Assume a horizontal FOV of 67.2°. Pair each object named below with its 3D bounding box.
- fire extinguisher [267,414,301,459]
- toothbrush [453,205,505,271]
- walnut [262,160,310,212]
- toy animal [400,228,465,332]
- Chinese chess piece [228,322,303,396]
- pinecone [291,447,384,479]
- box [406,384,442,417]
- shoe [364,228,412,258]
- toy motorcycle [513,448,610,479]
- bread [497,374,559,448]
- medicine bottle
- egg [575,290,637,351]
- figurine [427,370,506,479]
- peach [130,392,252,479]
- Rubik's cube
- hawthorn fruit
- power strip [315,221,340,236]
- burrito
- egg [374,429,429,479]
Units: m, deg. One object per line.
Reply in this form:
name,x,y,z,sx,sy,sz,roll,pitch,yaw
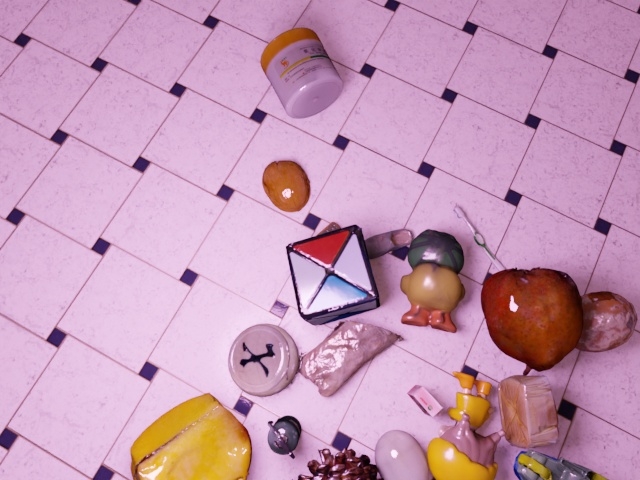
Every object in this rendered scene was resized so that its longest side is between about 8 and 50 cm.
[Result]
fire extinguisher,-0.107,0.567,1.401,0.093,0.294,0.118,-40,78,-10
toothbrush,0.568,0.003,1.709,0.030,0.030,0.303,-32,78,-9
walnut,-0.119,-0.209,1.725,0.167,0.087,0.211,-26,77,-12
toy animal,0.377,0.123,1.587,0.216,0.191,0.338,9,74,2
Chinese chess piece,-0.178,0.376,1.529,0.238,0.092,0.237,-5,69,14
pinecone,0.057,0.747,1.384,0.299,0.242,0.295,-15,66,-4
box,0.326,0.503,1.515,0.043,0.125,0.089,-40,78,-10
shoe,0.233,0.003,1.678,0.195,0.078,0.079,-17,76,-8
toy motorcycle,0.696,0.725,1.437,0.327,0.200,0.191,37,76,-3
bread,0.638,0.522,1.482,0.110,0.192,0.209,1,72,-8
medicine bottle,-0.066,-0.605,1.758,0.238,0.238,0.231,-26,77,-8
egg,0.897,0.264,1.561,0.233,0.195,0.194,-25,76,6
figurine,0.442,0.588,1.475,0.215,0.187,0.343,18,68,-9
peach,-0.387,0.663,1.401,0.380,0.242,0.306,-40,100,-24
Rubik's cube,0.046,0.119,1.539,0.250,0.246,0.248,-16,75,4
hawthorn fruit,0.657,0.233,1.506,0.309,0.308,0.324,3,64,0
power strip,0.000,0.000,1.699,0.178,0.028,0.049,-41,80,-11
burrito,0.087,0.355,1.568,0.348,0.107,0.175,-35,91,-8
egg,0.247,0.679,1.452,0.151,0.151,0.209,-21,81,-7
